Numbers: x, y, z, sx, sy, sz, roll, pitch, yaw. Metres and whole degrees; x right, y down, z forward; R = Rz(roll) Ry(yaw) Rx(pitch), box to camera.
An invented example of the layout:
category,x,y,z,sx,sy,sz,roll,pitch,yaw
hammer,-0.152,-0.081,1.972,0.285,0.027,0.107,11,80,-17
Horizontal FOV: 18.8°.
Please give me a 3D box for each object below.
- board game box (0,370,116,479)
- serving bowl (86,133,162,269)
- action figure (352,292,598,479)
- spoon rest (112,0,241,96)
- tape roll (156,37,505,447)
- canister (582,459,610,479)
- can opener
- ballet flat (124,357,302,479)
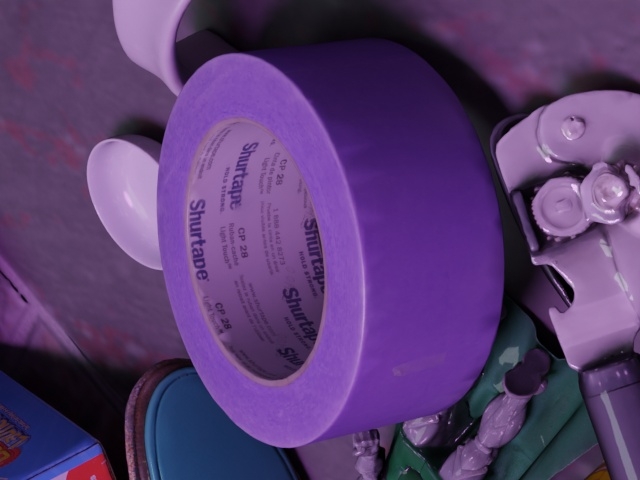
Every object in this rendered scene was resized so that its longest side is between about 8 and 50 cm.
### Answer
category,x,y,z,sx,sy,sz,roll,pitch,yaw
board game box,-0.184,0.242,1.279,0.308,0.086,0.302,19,131,62
serving bowl,-0.095,-0.026,1.104,0.083,0.027,0.083,28,135,33
action figure,0.059,0.124,1.014,0.137,0.063,0.232,50,140,27
spoon rest,-0.047,-0.169,0.902,0.137,0.084,0.276,37,140,23
tape roll,0.000,0.000,0.927,0.189,0.080,0.189,22,116,55
canister,0.117,0.171,0.896,0.073,0.170,0.126,38,140,22
can opener,0.150,0.066,0.836,0.093,0.074,0.280,51,-160,-80
ballet flat,-0.040,0.218,1.162,0.316,0.107,0.106,62,150,-4
